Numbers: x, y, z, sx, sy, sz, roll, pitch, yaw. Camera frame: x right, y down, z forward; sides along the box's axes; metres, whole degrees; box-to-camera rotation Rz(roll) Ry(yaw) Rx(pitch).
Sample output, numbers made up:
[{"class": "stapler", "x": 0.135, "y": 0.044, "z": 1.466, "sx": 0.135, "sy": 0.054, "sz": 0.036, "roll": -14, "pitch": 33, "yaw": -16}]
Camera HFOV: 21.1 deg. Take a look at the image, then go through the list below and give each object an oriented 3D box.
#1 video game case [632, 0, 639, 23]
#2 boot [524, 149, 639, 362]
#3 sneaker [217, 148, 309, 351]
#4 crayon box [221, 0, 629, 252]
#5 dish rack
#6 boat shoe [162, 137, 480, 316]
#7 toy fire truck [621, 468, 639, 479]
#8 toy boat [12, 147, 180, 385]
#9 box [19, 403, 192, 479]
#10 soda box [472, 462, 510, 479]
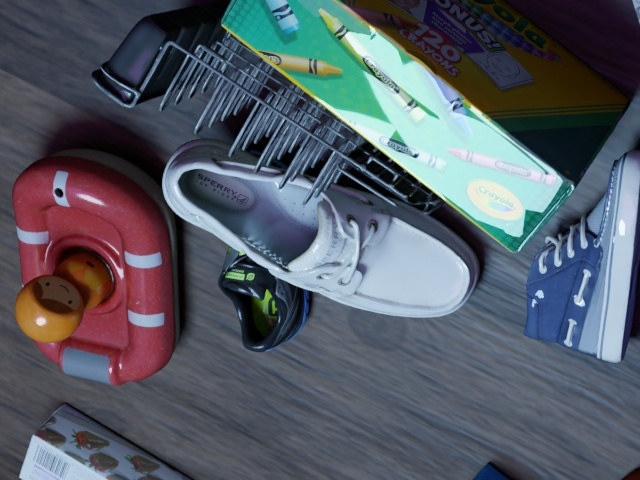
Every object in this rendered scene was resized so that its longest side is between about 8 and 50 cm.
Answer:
[{"class": "video game case", "x": 0.282, "y": -0.161, "z": 1.216, "sx": 0.119, "sy": 0.015, "sz": 0.166, "roll": -25, "pitch": 75, "yaw": 39}, {"class": "boot", "x": 0.208, "y": 0.010, "z": 1.359, "sx": 0.086, "sy": 0.069, "sz": 0.190, "roll": 12, "pitch": 122, "yaw": 16}, {"class": "sneaker", "x": -0.050, "y": 0.012, "z": 1.478, "sx": 0.067, "sy": 0.078, "sz": 0.188, "roll": 6, "pitch": 115, "yaw": 24}, {"class": "crayon box", "x": 0.083, "y": -0.132, "z": 1.287, "sx": 0.278, "sy": 0.165, "sz": 0.081, "roll": 38, "pitch": 125, "yaw": 3}, {"class": "dish rack", "x": -0.024, "y": -0.093, "z": 1.343, "sx": 0.271, "sy": 0.208, "sz": 0.074, "roll": 33, "pitch": 107, "yaw": 5}, {"class": "boat shoe", "x": 0.000, "y": 0.000, "z": 1.399, "sx": 0.277, "sy": 0.096, "sz": 0.098, "roll": 19, "pitch": 98, "yaw": -5}, {"class": "toy fire truck", "x": 0.304, "y": 0.278, "z": 1.340, "sx": 0.169, "sy": 0.254, "sz": 0.302, "roll": 42, "pitch": 125, "yaw": 0}, {"class": "toy boat", "x": -0.217, "y": 0.037, "z": 1.527, "sx": 0.151, "sy": 0.151, "sz": 0.231, "roll": 10, "pitch": 119, "yaw": 20}, {"class": "box", "x": -0.139, "y": 0.274, "z": 1.667, "sx": 0.324, "sy": 0.063, "sz": 0.067, "roll": 29, "pitch": 126, "yaw": 10}, {"class": "soda box", "x": 0.114, "y": 0.300, "z": 1.557, "sx": 0.071, "sy": 0.067, "sz": 0.210, "roll": 38, "pitch": 125, "yaw": 4}]
